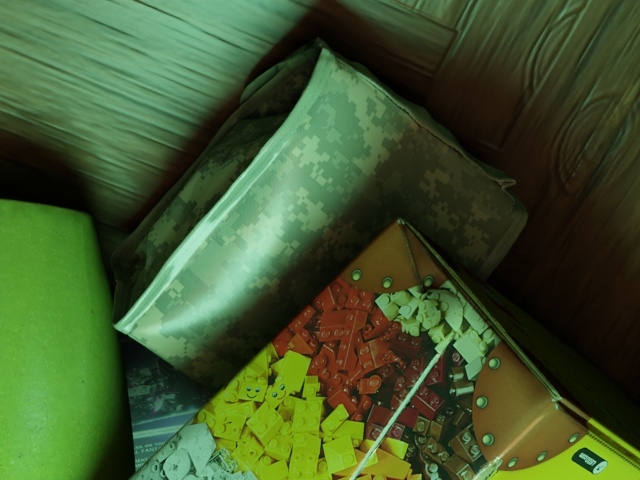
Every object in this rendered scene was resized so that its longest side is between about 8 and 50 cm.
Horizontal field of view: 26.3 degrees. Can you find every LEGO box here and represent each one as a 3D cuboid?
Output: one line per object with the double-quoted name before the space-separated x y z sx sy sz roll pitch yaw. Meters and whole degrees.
"LEGO box" 0.098 0.253 1.115 0.372 0.193 0.500 -44 142 8

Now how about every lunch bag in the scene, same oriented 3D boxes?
"lunch bag" 0.000 0.000 1.136 0.235 0.169 0.287 37 104 -21

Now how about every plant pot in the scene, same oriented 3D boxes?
"plant pot" -0.274 0.116 1.136 0.274 0.275 0.294 5 85 -5

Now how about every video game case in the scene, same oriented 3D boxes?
"video game case" -0.117 0.167 1.313 0.196 0.026 0.274 -9 118 3
